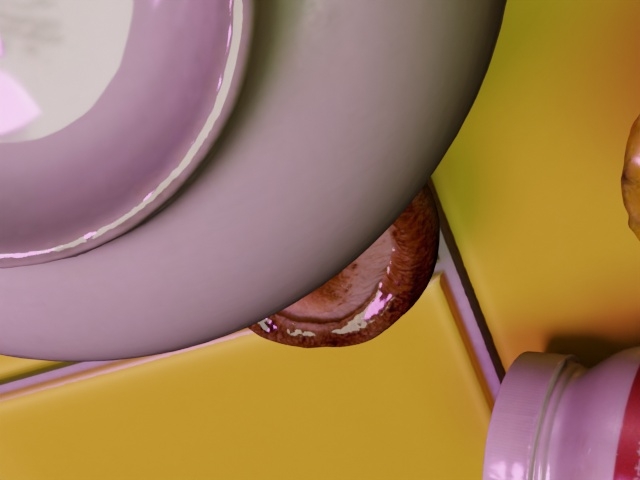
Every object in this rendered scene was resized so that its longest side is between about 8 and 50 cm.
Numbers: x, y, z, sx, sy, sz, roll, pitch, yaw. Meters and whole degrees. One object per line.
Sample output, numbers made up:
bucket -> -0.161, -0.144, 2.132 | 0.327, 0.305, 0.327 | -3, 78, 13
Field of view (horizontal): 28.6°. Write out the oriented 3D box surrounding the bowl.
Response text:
bowl -> -0.099, -0.101, 0.446 | 0.353, 0.185, 0.354 | 1, 109, 3

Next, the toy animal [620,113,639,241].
toy animal -> 0.205, -0.024, 0.511 | 0.156, 0.230, 0.156 | -9, 123, -14

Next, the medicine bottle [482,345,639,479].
medicine bottle -> 0.217, 0.124, 0.633 | 0.250, 0.131, 0.131 | 7, 129, 27

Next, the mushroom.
mushroom -> 0.000, 0.000, 0.620 | 0.127, 0.087, 0.127 | 5, 125, 7
